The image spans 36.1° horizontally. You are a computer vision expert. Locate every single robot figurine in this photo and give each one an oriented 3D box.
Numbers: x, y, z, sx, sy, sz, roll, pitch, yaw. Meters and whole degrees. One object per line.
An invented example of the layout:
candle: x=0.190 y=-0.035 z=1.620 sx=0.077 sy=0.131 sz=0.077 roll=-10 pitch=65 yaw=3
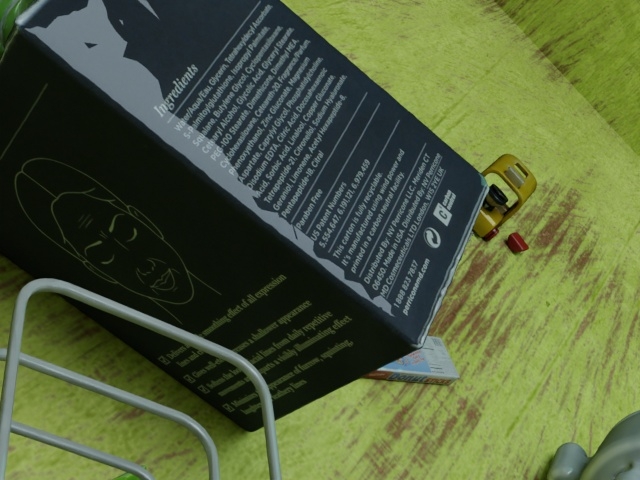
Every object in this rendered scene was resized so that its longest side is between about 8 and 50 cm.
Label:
robot figurine: x=0.439 y=0.324 z=1.249 sx=0.300 sy=0.200 sz=0.353 roll=16 pitch=9 yaw=24

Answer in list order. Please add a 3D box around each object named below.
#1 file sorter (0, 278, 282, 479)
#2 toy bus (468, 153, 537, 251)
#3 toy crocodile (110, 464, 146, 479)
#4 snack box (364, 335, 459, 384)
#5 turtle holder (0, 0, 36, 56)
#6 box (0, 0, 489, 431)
file sorter: x=-0.172 y=0.190 z=0.604 sx=0.193 sy=0.278 sz=0.173 roll=27 pitch=31 yaw=-29
toy bus: x=0.301 y=-0.080 z=1.677 sx=0.191 sy=0.104 sz=0.202 roll=21 pitch=38 yaw=-36
toy crocodile: x=-0.028 y=0.256 z=0.725 sx=0.340 sy=0.105 sz=0.115 roll=10 pitch=6 yaw=31
snack box: x=0.105 y=0.147 z=1.244 sx=0.178 sy=0.022 sz=0.064 roll=12 pitch=45 yaw=-44
turtle holder: x=-0.311 y=-0.352 z=1.080 sx=0.227 sy=0.243 sz=0.320 roll=28 pitch=15 yaw=-21
box: x=-0.105 y=-0.047 z=0.897 sx=0.395 sy=0.293 sz=0.212 roll=39 pitch=51 yaw=-14
